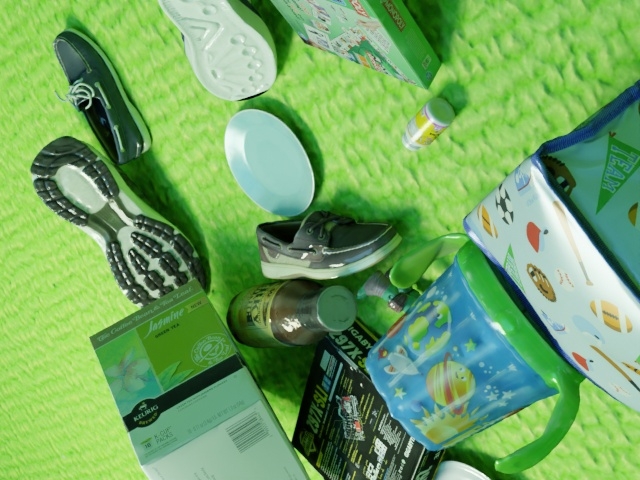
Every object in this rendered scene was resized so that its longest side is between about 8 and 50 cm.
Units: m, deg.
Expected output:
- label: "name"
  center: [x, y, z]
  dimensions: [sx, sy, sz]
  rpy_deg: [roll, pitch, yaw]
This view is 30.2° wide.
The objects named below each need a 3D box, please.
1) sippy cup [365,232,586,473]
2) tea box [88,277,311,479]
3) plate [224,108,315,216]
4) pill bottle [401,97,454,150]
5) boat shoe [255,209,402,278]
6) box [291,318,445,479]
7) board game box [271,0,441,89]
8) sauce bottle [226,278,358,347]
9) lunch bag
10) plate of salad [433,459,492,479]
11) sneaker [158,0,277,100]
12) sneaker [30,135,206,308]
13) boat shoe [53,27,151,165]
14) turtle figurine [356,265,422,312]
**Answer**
- label: "sippy cup"
  center: [0.190, 0.150, 1.555]
  dimensions: [0.224, 0.305, 0.240]
  rpy_deg: [-40, 105, 14]
- label: "tea box"
  center: [-0.194, 0.306, 2.004]
  dimensions: [0.323, 0.220, 0.329]
  rpy_deg: [54, 171, 45]
- label: "plate"
  center: [-0.076, -0.125, 1.877]
  dimensions: [0.188, 0.024, 0.188]
  rpy_deg: [25, 133, 31]
- label: "pill bottle"
  center: [0.144, -0.156, 1.616]
  dimensions: [0.043, 0.043, 0.083]
  rpy_deg: [50, 142, 4]
- label: "boat shoe"
  center: [0.000, 0.000, 1.828]
  dimensions: [0.285, 0.103, 0.092]
  rpy_deg: [-6, 115, 48]
- label: "box"
  center: [0.081, 0.319, 1.981]
  dimensions: [0.257, 0.079, 0.322]
  rpy_deg: [44, 141, 28]
- label: "board game box"
  center: [0.009, -0.310, 1.491]
  dimensions: [0.213, 0.046, 0.317]
  rpy_deg: [25, 171, 30]
- label: "sauce bottle"
  center: [-0.045, 0.115, 1.898]
  dimensions: [0.111, 0.111, 0.344]
  rpy_deg: [59, 154, -7]
- label: "lunch bag"
  center: [0.378, 0.045, 1.309]
  dimensions: [0.385, 0.239, 0.328]
  rpy_deg: [56, 171, 7]
- label: "plate of salad"
  center: [0.259, 0.438, 1.936]
  dimensions: [0.199, 0.048, 0.200]
  rpy_deg: [29, 137, 32]
- label: "sneaker"
  center: [-0.161, -0.377, 1.723]
  dimensions: [0.323, 0.130, 0.236]
  rpy_deg: [55, -159, -58]
- label: "sneaker"
  center: [-0.349, -0.040, 2.156]
  dimensions: [0.410, 0.158, 0.182]
  rpy_deg: [53, -173, -20]
- label: "boat shoe"
  center: [-0.394, -0.247, 2.061]
  dimensions: [0.095, 0.079, 0.255]
  rpy_deg: [-19, 104, 50]
- label: "turtle figurine"
  center: [0.168, 0.134, 1.758]
  dimensions: [0.234, 0.118, 0.175]
  rpy_deg: [42, -179, 16]
